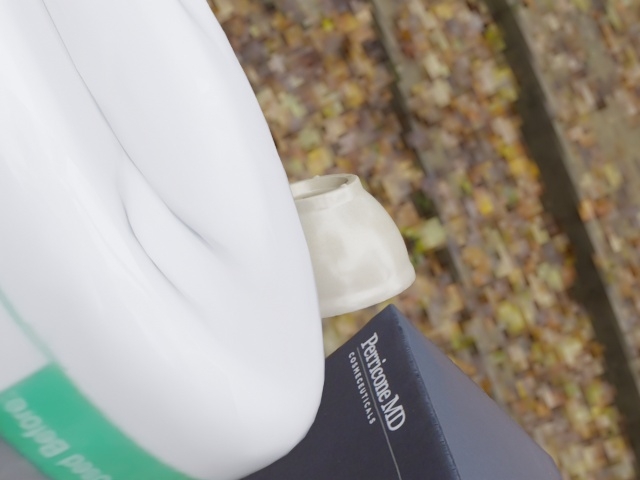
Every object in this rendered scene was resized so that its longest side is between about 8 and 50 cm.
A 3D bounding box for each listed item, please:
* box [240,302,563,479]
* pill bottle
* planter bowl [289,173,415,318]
[{"bbox_3d":[0.009,0.266,1.011,0.179,0.312,0.343,43,16,-29],"label":"box"},{"bbox_3d":[-0.198,0.031,0.442,0.204,0.361,0.204,59,11,-20],"label":"pill bottle"},{"bbox_3d":[0.000,0.000,1.712,0.162,0.162,0.109,-36,116,-58],"label":"planter bowl"}]
